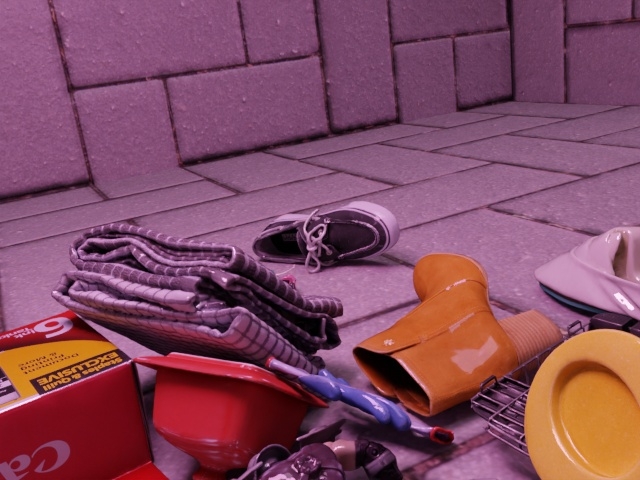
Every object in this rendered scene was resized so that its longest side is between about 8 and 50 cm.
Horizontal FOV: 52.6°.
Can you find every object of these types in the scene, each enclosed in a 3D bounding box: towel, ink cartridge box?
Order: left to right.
[{"bbox_3d":[-0.340,0.206,0.636,0.310,0.130,0.272,-19,22,-35],"label":"ink cartridge box"},{"bbox_3d":[-0.134,0.077,0.766,0.284,0.235,0.121,4,65,34],"label":"towel"}]

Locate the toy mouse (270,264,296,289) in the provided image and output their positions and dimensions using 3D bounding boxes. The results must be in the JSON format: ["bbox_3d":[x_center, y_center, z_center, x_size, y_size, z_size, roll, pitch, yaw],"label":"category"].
[{"bbox_3d":[-0.087,0.079,1.102,0.161,0.031,0.143,6,22,36],"label":"toy mouse"}]

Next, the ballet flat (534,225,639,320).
[{"bbox_3d":[0.428,0.049,0.821,0.139,0.139,0.400,-12,18,-16],"label":"ballet flat"}]

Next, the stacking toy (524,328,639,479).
[{"bbox_3d":[0.294,0.124,0.352,0.130,0.279,0.309,22,24,-25],"label":"stacking toy"}]

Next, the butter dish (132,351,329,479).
[{"bbox_3d":[-0.096,0.186,0.645,0.160,0.118,0.160,2,-22,28],"label":"butter dish"}]

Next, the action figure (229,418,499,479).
[{"bbox_3d":[0.032,0.223,0.503,0.285,0.099,0.185,4,28,43],"label":"action figure"}]

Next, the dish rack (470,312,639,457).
[{"bbox_3d":[0.294,0.159,0.635,0.272,0.074,0.208,-21,21,-32],"label":"dish rack"}]

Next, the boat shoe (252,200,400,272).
[{"bbox_3d":[-0.001,-0.004,1.201,0.306,0.113,0.105,3,26,38],"label":"boat shoe"}]

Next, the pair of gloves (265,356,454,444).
[{"bbox_3d":[0.039,0.155,0.640,0.159,0.023,0.198,16,-13,36],"label":"pair of gloves"}]

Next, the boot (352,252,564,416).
[{"bbox_3d":[0.130,0.104,0.816,0.211,0.104,0.295,-14,22,-21],"label":"boot"}]
